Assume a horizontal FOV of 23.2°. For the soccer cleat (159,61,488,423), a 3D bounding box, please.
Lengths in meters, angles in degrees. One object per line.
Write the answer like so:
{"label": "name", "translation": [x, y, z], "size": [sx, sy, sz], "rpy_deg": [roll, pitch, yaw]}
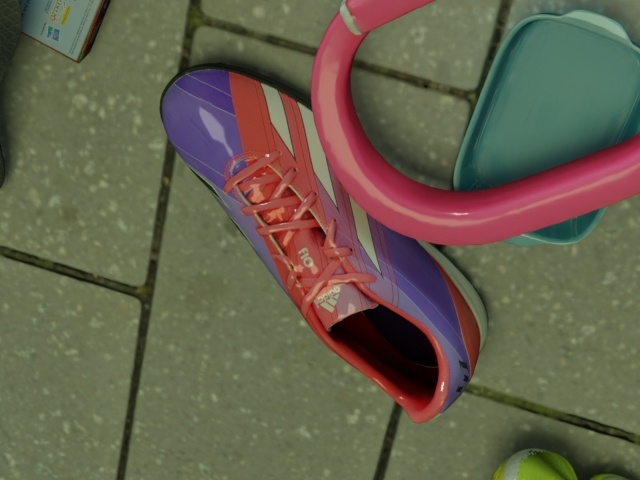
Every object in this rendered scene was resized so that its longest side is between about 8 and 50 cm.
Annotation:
{"label": "soccer cleat", "translation": [0.000, 0.000, 1.149], "size": [0.108, 0.116, 0.318], "rpy_deg": [-38, 103, 29]}

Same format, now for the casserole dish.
{"label": "casserole dish", "translation": [0.166, -0.082, 1.104], "size": [0.114, 0.037, 0.188], "rpy_deg": [21, 122, 3]}

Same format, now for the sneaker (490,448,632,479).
{"label": "sneaker", "translation": [0.234, 0.252, 1.255], "size": [0.240, 0.091, 0.126], "rpy_deg": [29, 140, -2]}

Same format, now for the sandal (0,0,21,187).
{"label": "sandal", "translation": [-0.281, -0.125, 1.164], "size": [0.097, 0.054, 0.254], "rpy_deg": [-9, 142, -24]}

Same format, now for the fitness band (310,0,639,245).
{"label": "fitness band", "translation": [0.128, -0.106, 1.050], "size": [0.290, 0.054, 0.209], "rpy_deg": [-19, 111, 26]}

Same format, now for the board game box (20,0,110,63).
{"label": "board game box", "translation": [-0.185, -0.275, 1.102], "size": [0.145, 0.027, 0.281], "rpy_deg": [28, 122, -2]}
